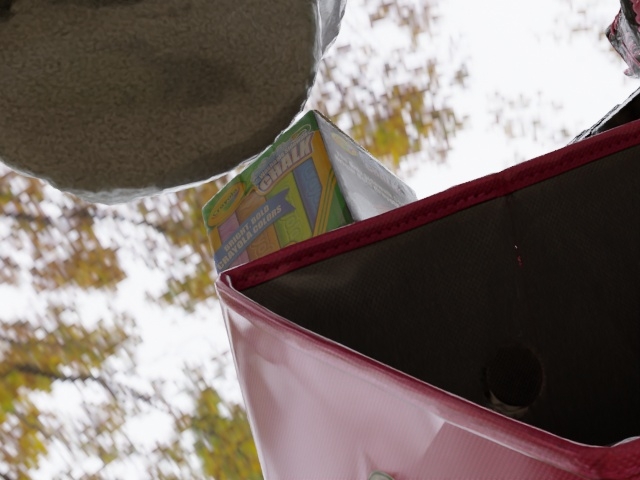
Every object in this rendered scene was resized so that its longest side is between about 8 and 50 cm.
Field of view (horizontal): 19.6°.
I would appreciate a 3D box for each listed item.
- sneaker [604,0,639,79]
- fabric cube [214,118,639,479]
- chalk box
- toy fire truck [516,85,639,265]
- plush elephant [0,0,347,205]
[{"bbox_3d":[0.227,-0.154,1.343,0.057,0.119,0.047,14,-120,35],"label":"sneaker"},{"bbox_3d":[0.147,0.111,0.629,0.259,0.258,0.254,-20,-162,-22],"label":"fabric cube"},{"bbox_3d":[0.000,0.000,1.461,0.132,0.132,0.213,-42,-147,16],"label":"chalk box"},{"bbox_3d":[0.115,0.025,1.065,0.246,0.217,0.158,-43,-91,-15],"label":"toy fire truck"},{"bbox_3d":[-0.085,-0.163,0.675,0.255,0.271,0.330,-24,-163,-33],"label":"plush elephant"}]
